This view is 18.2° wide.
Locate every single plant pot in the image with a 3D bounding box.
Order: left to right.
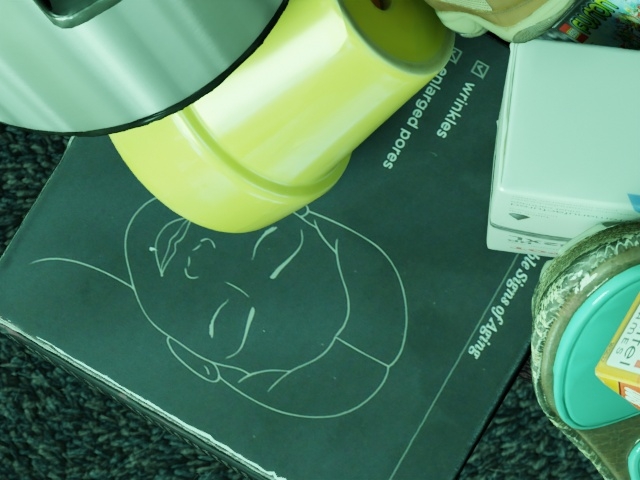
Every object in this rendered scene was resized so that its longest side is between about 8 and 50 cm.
[{"bbox_3d":[-0.028,-0.164,1.685,0.254,0.254,0.239,36,136,-30],"label":"plant pot"}]

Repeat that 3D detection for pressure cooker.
[{"bbox_3d":[-0.221,-0.307,1.423,0.369,0.376,0.420,12,165,18],"label":"pressure cooker"}]

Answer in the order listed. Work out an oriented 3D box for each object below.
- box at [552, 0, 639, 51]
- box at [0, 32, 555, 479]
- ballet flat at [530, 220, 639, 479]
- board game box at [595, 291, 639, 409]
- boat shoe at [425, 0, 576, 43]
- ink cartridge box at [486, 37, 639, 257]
[{"bbox_3d":[0.262,-0.176,1.583,0.114,0.036,0.207,31,171,-2],"label":"box"},{"bbox_3d":[0.000,0.000,1.974,0.471,0.480,0.297,30,173,8],"label":"box"},{"bbox_3d":[0.252,0.099,1.581,0.483,0.164,0.182,60,-171,-48],"label":"ballet flat"},{"bbox_3d":[0.454,0.039,1.111,0.356,0.356,0.356,35,170,-24],"label":"board game box"},{"bbox_3d":[0.127,-0.225,1.498,0.120,0.122,0.324,39,170,-13],"label":"boat shoe"},{"bbox_3d":[0.256,-0.061,1.663,0.223,0.129,0.307,7,172,4],"label":"ink cartridge box"}]
